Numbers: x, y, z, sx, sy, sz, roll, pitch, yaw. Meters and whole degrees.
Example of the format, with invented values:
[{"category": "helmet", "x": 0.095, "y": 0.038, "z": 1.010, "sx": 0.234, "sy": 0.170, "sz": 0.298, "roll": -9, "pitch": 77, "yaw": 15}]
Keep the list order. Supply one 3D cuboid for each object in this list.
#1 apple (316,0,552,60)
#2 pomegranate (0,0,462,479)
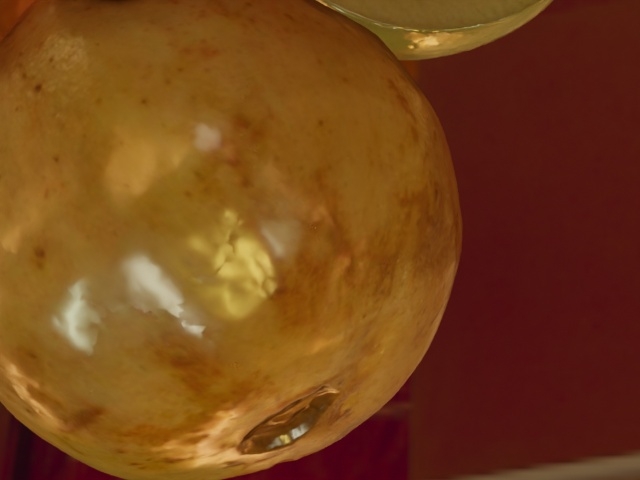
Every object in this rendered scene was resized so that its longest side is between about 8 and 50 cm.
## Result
[{"category": "apple", "x": 0.088, "y": -0.304, "z": 1.563, "sx": 0.258, "sy": 0.295, "sz": 0.233, "roll": 4, "pitch": -173, "yaw": -8}, {"category": "pomegranate", "x": -0.084, "y": -0.020, "z": 1.090, "sx": 0.338, "sy": 0.338, "sz": 0.338, "roll": 2, "pitch": 149, "yaw": 1}]
